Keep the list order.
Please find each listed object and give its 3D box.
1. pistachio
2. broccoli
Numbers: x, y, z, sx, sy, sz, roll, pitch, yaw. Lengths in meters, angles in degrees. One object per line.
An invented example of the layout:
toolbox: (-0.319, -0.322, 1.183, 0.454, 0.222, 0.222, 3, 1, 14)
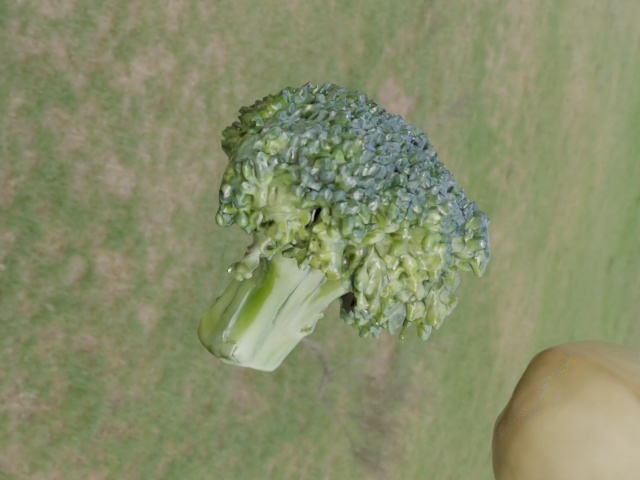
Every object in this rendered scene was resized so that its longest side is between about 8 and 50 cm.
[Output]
pistachio: (0.253, 0.199, 0.757, 0.187, 0.299, 0.187, -32, 150, -21)
broccoli: (0.015, -0.017, 1.062, 0.317, 0.277, 0.338, -53, -165, 35)
